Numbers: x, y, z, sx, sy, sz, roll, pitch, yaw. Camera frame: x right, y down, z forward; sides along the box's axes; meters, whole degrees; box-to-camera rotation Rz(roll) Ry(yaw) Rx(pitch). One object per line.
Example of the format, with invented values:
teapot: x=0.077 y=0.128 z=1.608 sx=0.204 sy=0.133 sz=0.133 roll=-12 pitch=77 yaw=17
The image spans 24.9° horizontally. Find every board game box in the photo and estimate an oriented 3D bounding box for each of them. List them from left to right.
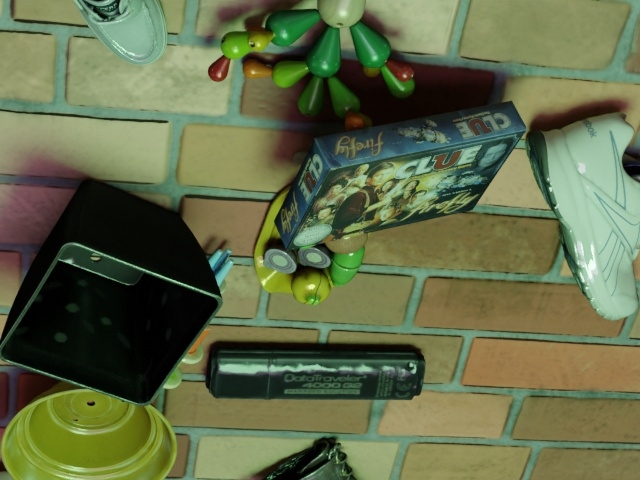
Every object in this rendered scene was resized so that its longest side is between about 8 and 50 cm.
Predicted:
board game box: x=0.085 y=-0.070 z=1.571 sx=0.243 sy=0.042 sz=0.165 roll=-13 pitch=154 yaw=-25

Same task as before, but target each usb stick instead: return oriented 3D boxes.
usb stick: x=-0.007 y=0.169 z=1.845 sx=0.278 sy=0.045 sz=0.077 roll=2 pitch=123 yaw=-8

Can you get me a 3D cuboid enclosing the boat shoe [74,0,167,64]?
boat shoe: x=-0.219 y=-0.253 z=1.439 sx=0.079 sy=0.081 sz=0.227 roll=-20 pitch=129 yaw=9

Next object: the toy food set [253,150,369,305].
toy food set: x=0.000 y=0.000 z=1.686 sx=0.128 sy=0.071 sz=0.218 roll=9 pitch=128 yaw=-15

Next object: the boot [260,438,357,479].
boot: x=0.055 y=0.363 z=1.988 sx=0.263 sy=0.091 sz=0.229 roll=-27 pitch=117 yaw=-2

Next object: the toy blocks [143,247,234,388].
toy blocks: x=-0.149 y=0.086 z=1.705 sx=0.054 sy=0.123 sz=0.148 roll=27 pitch=122 yaw=-20

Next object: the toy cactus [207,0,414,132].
toy cactus: x=0.006 y=-0.206 z=1.506 sx=0.219 sy=0.112 sz=0.180 roll=15 pitch=117 yaw=-8

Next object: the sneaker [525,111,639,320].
sneaker: x=0.338 y=-0.021 z=1.693 sx=0.129 sy=0.111 sz=0.297 roll=-23 pitch=130 yaw=4

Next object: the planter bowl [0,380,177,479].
planter bowl: x=-0.290 y=0.233 z=1.831 sx=0.217 sy=0.090 sz=0.217 roll=-4 pitch=131 yaw=-5

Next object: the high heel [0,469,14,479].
high heel: x=-0.460 y=0.447 z=2.009 sx=0.181 sy=0.127 sz=0.377 roll=7 pitch=130 yaw=-51

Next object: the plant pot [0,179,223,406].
plant pot: x=-0.235 y=0.044 z=1.631 sx=0.188 sy=0.167 sz=0.187 roll=23 pitch=124 yaw=-23
